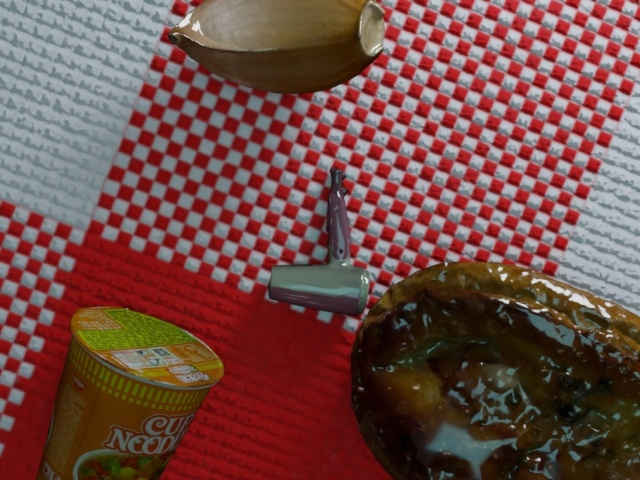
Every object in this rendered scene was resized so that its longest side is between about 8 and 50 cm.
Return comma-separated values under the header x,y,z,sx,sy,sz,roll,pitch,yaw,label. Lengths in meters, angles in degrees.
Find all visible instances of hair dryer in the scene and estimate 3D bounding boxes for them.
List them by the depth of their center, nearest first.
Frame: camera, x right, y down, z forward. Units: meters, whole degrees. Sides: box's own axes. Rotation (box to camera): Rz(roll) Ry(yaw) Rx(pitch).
x,y,z,sx,sy,sz,roll,pitch,yaw,label
0.007,-0.002,0.942,0.106,0.054,0.154,11,85,-2,hair dryer

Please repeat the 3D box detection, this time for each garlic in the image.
x,y,z,sx,sy,sz,roll,pitch,yaw,label
-0.042,-0.203,0.880,0.206,0.128,0.115,-5,140,-1,garlic

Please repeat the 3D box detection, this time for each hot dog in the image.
x,y,z,sx,sy,sz,roll,pitch,yaw,label
0.220,0.171,0.908,0.387,0.174,0.267,24,96,-8,hot dog

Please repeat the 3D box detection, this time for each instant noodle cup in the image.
x,y,z,sx,sy,sz,roll,pitch,yaw,label
-0.208,0.185,0.890,0.168,0.168,0.185,22,101,-7,instant noodle cup
